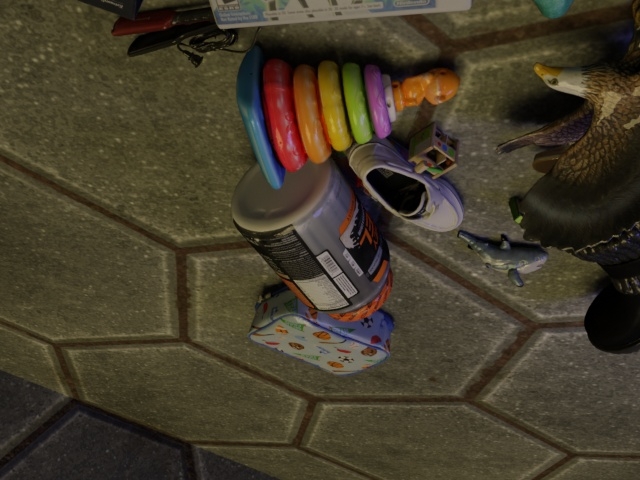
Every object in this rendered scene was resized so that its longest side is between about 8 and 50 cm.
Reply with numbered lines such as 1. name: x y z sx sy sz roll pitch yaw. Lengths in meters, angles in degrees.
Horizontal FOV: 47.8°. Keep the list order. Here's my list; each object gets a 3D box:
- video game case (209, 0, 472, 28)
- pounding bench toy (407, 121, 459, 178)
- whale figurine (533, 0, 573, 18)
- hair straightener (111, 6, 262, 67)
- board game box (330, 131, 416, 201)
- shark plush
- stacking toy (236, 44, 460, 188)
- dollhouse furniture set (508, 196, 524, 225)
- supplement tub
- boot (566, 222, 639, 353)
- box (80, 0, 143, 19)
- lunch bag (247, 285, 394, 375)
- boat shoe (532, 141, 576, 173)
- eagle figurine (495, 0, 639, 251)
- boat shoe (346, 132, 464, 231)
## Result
1. video game case: 0.007 -0.377 0.810 0.329 0.036 0.299 -1 144 9
2. pounding bench toy: 0.176 -0.125 1.114 0.065 0.083 0.052 32 141 -25
3. whale figurine: 0.305 -0.316 0.740 0.216 0.141 0.272 28 145 -23
4. hair straightener: -0.177 -0.292 1.024 0.231 0.047 0.089 -7 143 19
5. board game box: 0.086 -0.118 1.198 0.169 0.033 0.133 31 142 -27
6. shark plush: 0.331 0.015 1.327 0.161 0.073 0.067 30 127 10
7. stacking toy: 0.047 -0.195 1.022 0.302 0.175 0.165 -10 137 8
8. dollhouse furniture set: 0.378 -0.083 1.168 0.076 0.058 0.151 33 122 -17
9. supplement tub: 0.000 0.000 1.255 0.194 0.193 0.316 -7 143 26
10. boot: 0.504 0.056 1.228 0.260 0.131 0.348 17 136 -19
11. box: -0.267 -0.388 0.844 0.153 0.108 0.207 18 146 -10
12. lunch bag: -0.006 0.201 1.630 0.304 0.114 0.243 28 146 -23
13. boat shoe: 0.384 -0.131 1.073 0.136 0.045 0.050 -6 150 19
14. eagle figurine: 0.358 -0.158 0.902 0.225 0.226 0.298 39 136 25
15. boat shoe: 0.149 -0.072 1.166 0.096 0.088 0.267 -35 132 20
